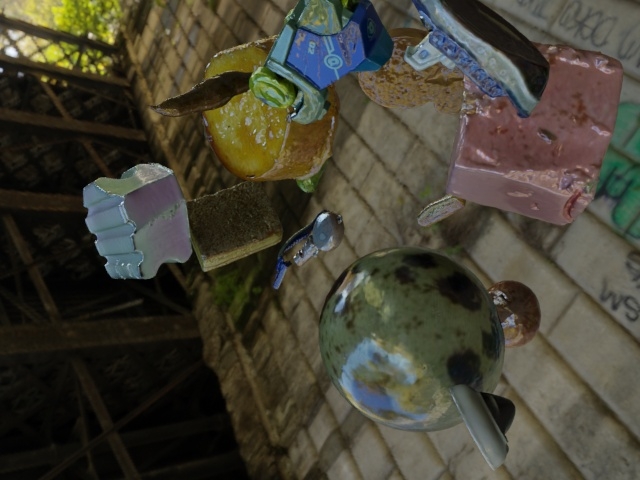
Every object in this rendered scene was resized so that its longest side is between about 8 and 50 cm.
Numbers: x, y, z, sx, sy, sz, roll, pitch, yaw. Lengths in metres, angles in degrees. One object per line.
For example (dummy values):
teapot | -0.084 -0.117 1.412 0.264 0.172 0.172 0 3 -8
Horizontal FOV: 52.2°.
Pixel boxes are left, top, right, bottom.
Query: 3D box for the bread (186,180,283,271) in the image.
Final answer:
bread | -0.236 -0.041 1.749 0.234 0.110 0.184 -21 -106 -15

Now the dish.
dish | 0.269 0.276 1.020 0.141 0.078 0.141 60 -173 -12

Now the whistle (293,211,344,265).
whistle | 0.000 0.000 1.778 0.057 0.220 0.107 12 -131 -35

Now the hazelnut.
hazelnut | 0.485 0.197 1.676 0.182 0.182 0.182 23 -157 -11

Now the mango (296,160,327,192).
mango | -0.027 -0.217 1.847 0.091 0.165 0.074 4 165 8

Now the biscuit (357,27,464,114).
biscuit | 0.262 -0.398 1.492 0.355 0.275 0.052 -5 -128 12

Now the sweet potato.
sweet potato | -0.217 -0.291 1.293 0.067 0.067 0.274 38 -133 23

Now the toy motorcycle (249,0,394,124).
toy motorcycle | 0.015 -0.354 1.183 0.200 0.191 0.326 31 159 -11

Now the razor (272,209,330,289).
razor | -0.055 -0.002 1.782 0.056 0.093 0.324 31 -138 5

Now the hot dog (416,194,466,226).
hot dog | 0.370 -0.100 2.008 0.066 0.216 0.047 39 -121 -8

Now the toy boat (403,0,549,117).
toy boat | 0.212 -0.264 0.937 0.262 0.115 0.114 31 -135 -10

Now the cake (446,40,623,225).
cake | 0.417 -0.226 1.321 0.315 0.306 0.293 14 174 12

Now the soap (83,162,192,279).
soap | -0.457 -0.044 1.621 0.156 0.261 0.446 -24 -172 -27

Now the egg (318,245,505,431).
egg | 0.183 0.200 1.272 0.428 0.345 0.345 55 180 -42

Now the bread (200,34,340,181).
bread | -0.128 -0.322 1.620 0.215 0.398 0.398 -17 -131 -44
